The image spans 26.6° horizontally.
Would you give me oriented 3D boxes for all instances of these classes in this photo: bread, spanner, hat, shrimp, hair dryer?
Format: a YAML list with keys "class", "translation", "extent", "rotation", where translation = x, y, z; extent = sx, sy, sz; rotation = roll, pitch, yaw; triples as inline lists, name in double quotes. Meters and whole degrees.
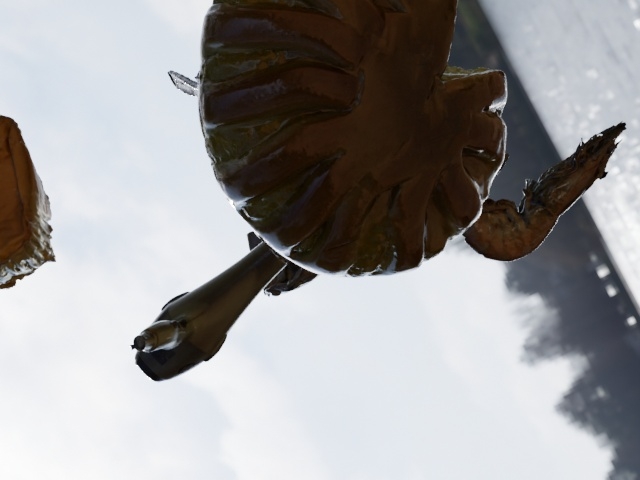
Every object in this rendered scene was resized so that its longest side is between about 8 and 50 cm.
- class: "bread"
  translation: [-0.458, -0.054, 1.823]
  extent: [0.133, 0.179, 0.250]
  rotation: [107, 143, -71]
- class: "bread"
  translation: [0.040, -0.123, 1.164]
  extent: [0.160, 0.333, 0.333]
  rotation: [10, 140, 53]
- class: "spanner"
  translation: [-0.221, -0.267, 2.364]
  extent: [0.093, 0.026, 0.325]
  rotation: [64, 167, -22]
- class: "hat"
  translation: [0.000, 0.000, 2.315]
  extent: [0.214, 0.245, 0.149]
  rotation: [-14, 89, 62]
- class: "shrimp"
  translation: [0.326, -0.098, 2.053]
  extent: [0.169, 0.296, 0.058]
  rotation: [38, -171, -23]
- class: "hair dryer"
  translation: [-0.132, 0.073, 1.602]
  extent: [0.088, 0.219, 0.225]
  rotation: [47, 168, 8]
